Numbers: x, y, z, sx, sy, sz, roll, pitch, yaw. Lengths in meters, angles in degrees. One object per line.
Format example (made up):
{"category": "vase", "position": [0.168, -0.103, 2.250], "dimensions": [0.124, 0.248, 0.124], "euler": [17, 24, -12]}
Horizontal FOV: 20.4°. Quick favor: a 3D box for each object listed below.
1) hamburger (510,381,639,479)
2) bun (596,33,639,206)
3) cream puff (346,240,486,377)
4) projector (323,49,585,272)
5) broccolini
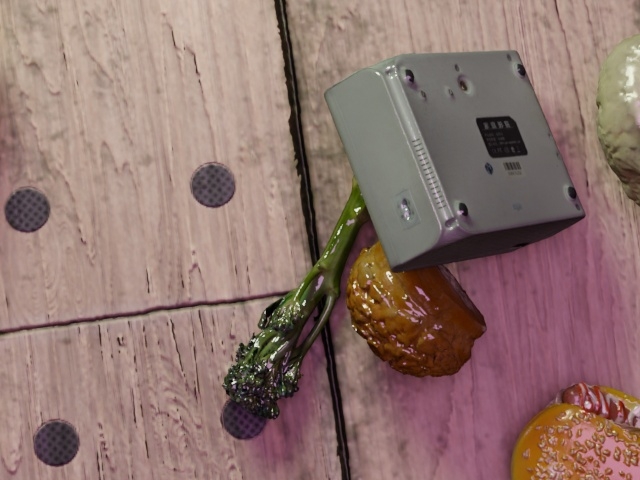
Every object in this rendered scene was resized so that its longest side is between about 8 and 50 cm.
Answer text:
{"category": "hamburger", "position": [0.303, 0.245, 1.841], "dimensions": [0.210, 0.116, 0.173], "euler": [33, 86, 1]}
{"category": "bun", "position": [0.384, -0.118, 1.869], "dimensions": [0.244, 0.153, 0.244], "euler": [4, 79, -23]}
{"category": "cream puff", "position": [0.091, 0.072, 1.838], "dimensions": [0.115, 0.150, 0.165], "euler": [-37, 50, 10]}
{"category": "projector", "position": [0.142, -0.088, 1.802], "dimensions": [0.250, 0.108, 0.198], "euler": [-8, 73, -47]}
{"category": "broccolini", "position": [0.005, 0.002, 1.870], "dimensions": [0.079, 0.074, 0.392], "euler": [24, 85, -7]}
